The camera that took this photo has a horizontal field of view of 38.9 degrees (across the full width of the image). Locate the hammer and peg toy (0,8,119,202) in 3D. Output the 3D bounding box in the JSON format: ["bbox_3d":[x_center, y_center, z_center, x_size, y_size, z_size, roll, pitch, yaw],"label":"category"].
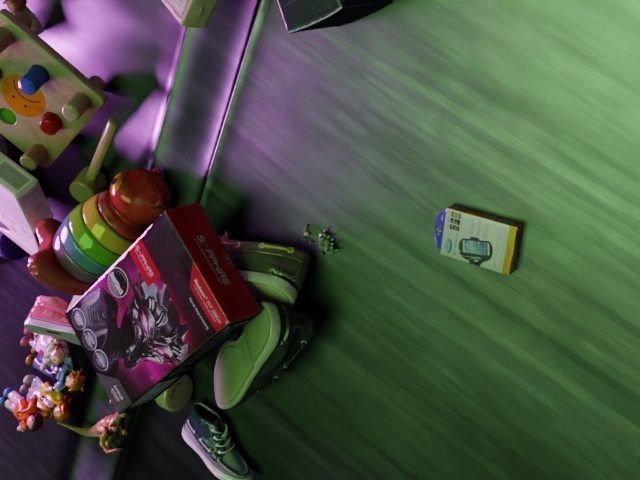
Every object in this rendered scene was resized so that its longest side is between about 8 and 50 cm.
[{"bbox_3d":[-0.535,-0.261,1.796,0.361,0.127,0.266,40,129,-14],"label":"hammer and peg toy"}]

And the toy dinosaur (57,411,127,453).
[{"bbox_3d":[-0.497,0.434,2.074,0.211,0.064,0.112,-26,77,28],"label":"toy dinosaur"}]

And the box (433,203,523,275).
[{"bbox_3d":[0.243,-0.004,1.415,0.136,0.028,0.081,20,116,31],"label":"box"}]

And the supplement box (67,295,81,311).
[{"bbox_3d":[-0.500,0.123,1.958,0.036,0.062,0.098,43,126,14],"label":"supplement box"}]

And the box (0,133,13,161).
[{"bbox_3d":[-0.772,-0.189,2.048,0.175,0.051,0.220,-5,103,37],"label":"box"}]

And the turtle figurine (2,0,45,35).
[{"bbox_3d":[-0.666,-0.500,1.756,0.274,0.197,0.266,43,155,62],"label":"turtle figurine"}]

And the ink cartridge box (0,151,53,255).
[{"bbox_3d":[-0.696,-0.110,1.944,0.296,0.066,0.261,34,153,18],"label":"ink cartridge box"}]

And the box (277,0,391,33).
[{"bbox_3d":[-0.001,-0.430,1.362,0.108,0.153,0.207,-16,97,37],"label":"box"}]

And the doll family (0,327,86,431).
[{"bbox_3d":[-0.623,0.324,2.100,0.163,0.118,0.263,27,102,32],"label":"doll family"}]

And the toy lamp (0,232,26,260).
[{"bbox_3d":[-0.802,0.038,2.131,0.274,0.080,0.080,-16,96,38],"label":"toy lamp"}]

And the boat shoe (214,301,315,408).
[{"bbox_3d":[-0.106,0.217,1.680,0.340,0.113,0.127,-58,39,46],"label":"boat shoe"}]

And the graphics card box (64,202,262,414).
[{"bbox_3d":[-0.295,0.130,1.644,0.371,0.094,0.233,-39,76,35],"label":"graphics card box"}]

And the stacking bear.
[{"bbox_3d":[-0.413,-0.032,1.781,0.289,0.175,0.164,-38,124,23],"label":"stacking bear"}]

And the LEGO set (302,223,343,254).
[{"bbox_3d":[-0.001,0.002,1.590,0.083,0.023,0.054,7,110,33],"label":"LEGO set"}]

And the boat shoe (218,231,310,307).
[{"bbox_3d":[-0.163,0.040,1.672,0.324,0.097,0.116,9,151,36],"label":"boat shoe"}]

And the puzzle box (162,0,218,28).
[{"bbox_3d":[-0.254,-0.577,1.488,0.409,0.052,0.272,51,128,29],"label":"puzzle box"}]

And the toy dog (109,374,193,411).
[{"bbox_3d":[-0.373,0.204,1.834,0.220,0.161,0.334,-9,100,37],"label":"toy dog"}]

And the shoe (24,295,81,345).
[{"bbox_3d":[-0.562,0.177,2.019,0.178,0.081,0.063,13,149,2],"label":"shoe"}]

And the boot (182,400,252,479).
[{"bbox_3d":[-0.207,0.413,1.845,0.190,0.069,0.086,35,125,23],"label":"boot"}]
